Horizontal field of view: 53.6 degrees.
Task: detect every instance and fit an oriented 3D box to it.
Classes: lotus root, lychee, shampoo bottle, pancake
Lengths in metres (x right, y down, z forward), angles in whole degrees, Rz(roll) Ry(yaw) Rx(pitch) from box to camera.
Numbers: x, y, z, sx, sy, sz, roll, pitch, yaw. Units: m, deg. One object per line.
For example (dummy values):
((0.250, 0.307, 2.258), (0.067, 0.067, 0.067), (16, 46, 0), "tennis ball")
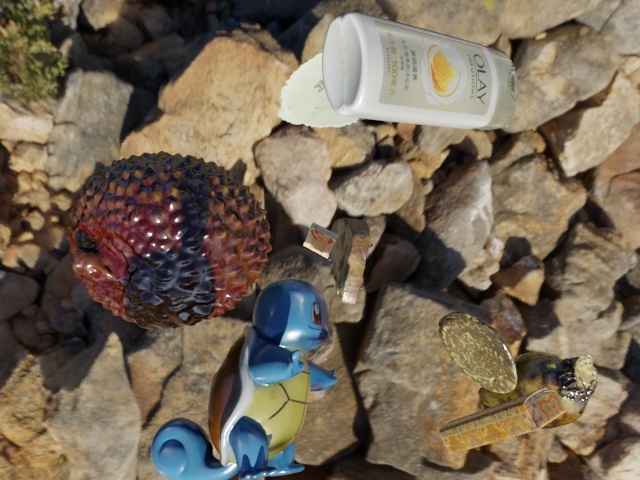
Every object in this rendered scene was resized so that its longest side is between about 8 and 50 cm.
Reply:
((0.083, 0.029, 1.741), (0.075, 0.170, 0.260), (13, 32, -15), "lotus root")
((-0.244, -0.004, 1.027), (0.330, 0.306, 0.306), (-28, 77, -47), "lychee")
((0.458, 0.328, 1.365), (0.169, 0.314, 0.141), (39, 54, -10), "lotus root")
((0.102, -0.152, 0.598), (0.227, 0.056, 0.086), (-3, 92, -42), "shampoo bottle")
((0.171, 0.123, 0.699), (0.011, 0.115, 0.115), (-35, 81, -27), "pancake")

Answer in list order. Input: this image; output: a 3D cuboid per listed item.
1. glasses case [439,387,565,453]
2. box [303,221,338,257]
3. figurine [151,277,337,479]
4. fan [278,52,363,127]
((0.288, 0.295, 1.036), (0.075, 0.218, 0.049), (-17, 73, -34), "glasses case")
((0.000, 0.000, 1.271), (0.058, 0.093, 0.015), (30, 64, 3), "box")
((-0.094, 0.276, 1.088), (0.243, 0.298, 0.416), (35, 86, 30), "figurine")
((0.125, -0.227, 0.940), (0.415, 0.233, 0.012), (-7, 71, -37), "fan")
